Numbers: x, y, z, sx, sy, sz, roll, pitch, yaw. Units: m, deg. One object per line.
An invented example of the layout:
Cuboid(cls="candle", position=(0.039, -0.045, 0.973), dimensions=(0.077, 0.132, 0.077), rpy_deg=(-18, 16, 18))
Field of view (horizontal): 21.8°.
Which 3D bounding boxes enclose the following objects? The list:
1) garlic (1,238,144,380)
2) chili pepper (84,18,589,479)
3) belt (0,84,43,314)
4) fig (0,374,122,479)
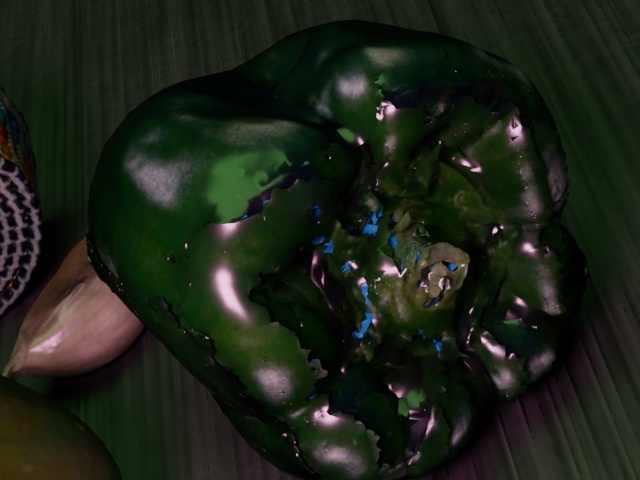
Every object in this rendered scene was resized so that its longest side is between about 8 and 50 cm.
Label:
Cuboid(cls="garlic", position=(-0.156, 0.052, 1.114), dimensions=(0.084, 0.066, 0.152), rpy_deg=(-36, 21, 37))
Cuboid(cls="chili pepper", position=(0.000, 0.000, 0.948), dimensions=(0.248, 0.233, 0.257), rpy_deg=(-21, 24, -19))
Cuboid(cls="belt", position=(-0.328, -0.020, 1.184), dimensions=(0.257, 0.207, 0.150), rpy_deg=(-18, 33, -1))
Cuboid(cls="fig", position=(-0.204, 0.151, 0.918), dimensions=(0.191, 0.181, 0.181), rpy_deg=(0, 24, -30))
